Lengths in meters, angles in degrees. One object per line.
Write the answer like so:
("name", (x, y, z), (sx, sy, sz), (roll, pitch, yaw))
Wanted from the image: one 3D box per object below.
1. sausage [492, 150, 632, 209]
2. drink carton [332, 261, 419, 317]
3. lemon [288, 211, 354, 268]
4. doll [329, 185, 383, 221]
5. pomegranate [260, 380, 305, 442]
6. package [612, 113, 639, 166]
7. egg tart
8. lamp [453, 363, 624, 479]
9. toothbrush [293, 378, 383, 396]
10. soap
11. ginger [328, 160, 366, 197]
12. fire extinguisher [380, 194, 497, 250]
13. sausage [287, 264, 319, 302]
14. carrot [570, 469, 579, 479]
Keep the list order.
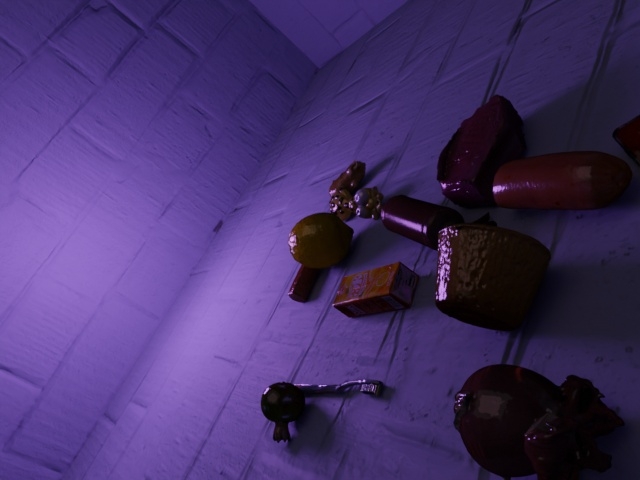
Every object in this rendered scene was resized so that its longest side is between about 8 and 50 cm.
("sausage", (0.450, -0.112, 0.941), (0.114, 0.113, 0.259), (-57, 22, -11))
("drink carton", (0.133, 0.126, 1.243), (0.223, 0.071, 0.096), (-23, 37, 52))
("lemon", (-0.003, -0.001, 1.540), (0.193, 0.181, 0.181), (14, 62, 23))
("doll", (0.111, -0.117, 1.628), (0.291, 0.086, 0.117), (7, 102, 62))
("pomegranate", (-0.093, 0.417, 1.212), (0.114, 0.114, 0.142), (-20, 64, 52))
("package", (0.638, -0.221, 0.812), (0.269, 0.071, 0.194), (-53, 16, 33))
("egg tart", (0.289, 0.069, 0.883), (0.202, 0.202, 0.147), (-7, 58, 59))
("lamp", (0.268, 0.240, 0.674), (0.215, 0.151, 0.223), (-16, -22, -49))
("toothbrush", (0.016, 0.352, 1.186), (0.375, 0.028, 0.037), (-21, 45, 50))
("soap", (0.397, -0.218, 1.203), (0.289, 0.112, 0.182), (-57, 26, -13))
("ginger", (0.091, -0.205, 1.802), (0.205, 0.081, 0.115), (-54, 8, 12))
("fire extinguisher", (0.280, -0.048, 1.197), (0.147, 0.107, 0.337), (-30, 21, -11))
("sausage", (-0.046, 0.115, 1.608), (0.065, 0.065, 0.169), (-19, 39, 53))
("carrot", (0.278, 0.381, 0.609), (0.061, 0.061, 0.257), (-17, 39, 54))
